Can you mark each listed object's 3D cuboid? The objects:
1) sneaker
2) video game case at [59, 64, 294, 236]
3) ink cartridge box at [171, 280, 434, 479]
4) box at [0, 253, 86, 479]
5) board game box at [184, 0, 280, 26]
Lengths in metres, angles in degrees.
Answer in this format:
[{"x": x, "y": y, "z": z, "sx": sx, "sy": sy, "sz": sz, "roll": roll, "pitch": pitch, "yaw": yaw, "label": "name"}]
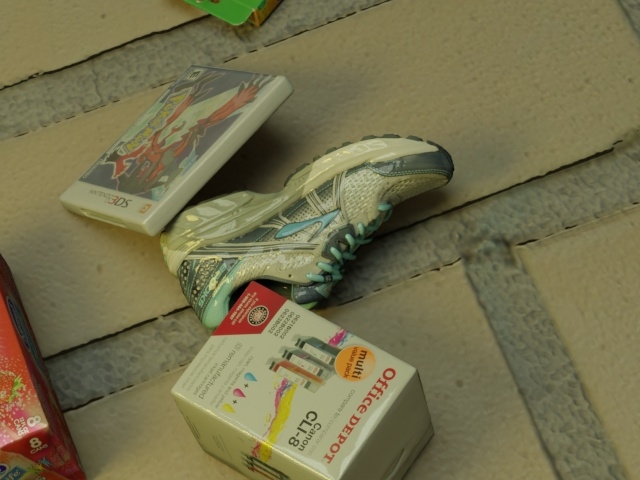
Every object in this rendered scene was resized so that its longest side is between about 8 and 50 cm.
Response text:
[{"x": 0.000, "y": 0.000, "z": 1.607, "sx": 0.283, "sy": 0.110, "sz": 0.122, "roll": -23, "pitch": 69, "yaw": 5, "label": "sneaker"}, {"x": -0.142, "y": -0.092, "z": 1.672, "sx": 0.201, "sy": 0.023, "sz": 0.183, "roll": -47, "pitch": 30, "yaw": -18, "label": "video game case"}, {"x": -0.011, "y": 0.147, "z": 1.488, "sx": 0.176, "sy": 0.127, "sz": 0.128, "roll": 27, "pitch": 67, "yaw": 24, "label": "ink cartridge box"}, {"x": -0.321, "y": 0.117, "z": 1.573, "sx": 0.128, "sy": 0.123, "sz": 0.257, "roll": -23, "pitch": 57, "yaw": -4, "label": "box"}, {"x": -0.053, "y": -0.332, "z": 1.849, "sx": 0.124, "sy": 0.039, "sz": 0.259, "roll": 28, "pitch": 65, "yaw": 26, "label": "board game box"}]
